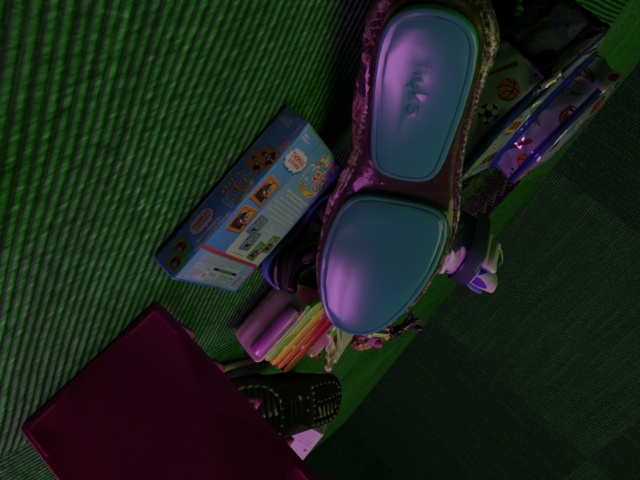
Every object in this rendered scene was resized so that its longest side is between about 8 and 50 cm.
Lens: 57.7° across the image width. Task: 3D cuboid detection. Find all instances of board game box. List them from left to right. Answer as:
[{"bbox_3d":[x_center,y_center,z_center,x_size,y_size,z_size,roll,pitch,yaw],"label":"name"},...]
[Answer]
[{"bbox_3d":[-0.071,-0.036,0.665,0.211,0.039,0.160,-48,162,3],"label":"board game box"}]

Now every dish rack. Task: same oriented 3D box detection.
[{"bbox_3d":[0.443,-0.135,1.545,0.208,0.074,0.271,-48,161,0],"label":"dish rack"}]

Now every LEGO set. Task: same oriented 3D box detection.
[{"bbox_3d":[0.045,0.212,1.242,0.287,0.107,0.132,-11,126,-33],"label":"LEGO set"}]

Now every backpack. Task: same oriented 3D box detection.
[{"bbox_3d":[0.275,-0.202,0.853,0.263,0.213,0.276,-36,164,0],"label":"backpack"}]

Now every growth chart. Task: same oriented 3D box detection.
[{"bbox_3d":[0.055,0.144,1.090,0.172,0.021,0.237,-49,158,-31],"label":"growth chart"}]

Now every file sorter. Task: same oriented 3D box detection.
[{"bbox_3d":[-0.154,0.261,0.705,0.202,0.290,0.182,-44,164,-9],"label":"file sorter"}]

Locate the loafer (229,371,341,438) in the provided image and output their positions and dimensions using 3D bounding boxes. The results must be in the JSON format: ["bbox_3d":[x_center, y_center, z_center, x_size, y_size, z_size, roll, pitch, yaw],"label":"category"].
[{"bbox_3d":[-0.115,0.322,1.115,0.366,0.130,0.134,12,79,-48],"label":"loafer"}]

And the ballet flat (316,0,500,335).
[{"bbox_3d":[0.100,-0.093,0.700,0.182,0.164,0.483,-70,172,-47],"label":"ballet flat"}]

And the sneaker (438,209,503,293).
[{"bbox_3d":[0.285,0.040,1.292,0.322,0.236,0.130,-29,155,-43],"label":"sneaker"}]

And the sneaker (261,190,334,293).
[{"bbox_3d":[0.000,0.000,0.833,0.188,0.078,0.067,-48,162,-4],"label":"sneaker"}]

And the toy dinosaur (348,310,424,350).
[{"bbox_3d":[0.124,0.212,1.515,0.218,0.164,0.322,-29,177,-7],"label":"toy dinosaur"}]

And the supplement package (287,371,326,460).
[{"bbox_3d":[-0.090,0.478,1.462,0.244,0.139,0.134,-60,-177,31],"label":"supplement package"}]

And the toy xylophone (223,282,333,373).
[{"bbox_3d":[-0.063,0.167,1.032,0.236,0.081,0.322,-51,161,11],"label":"toy xylophone"}]
